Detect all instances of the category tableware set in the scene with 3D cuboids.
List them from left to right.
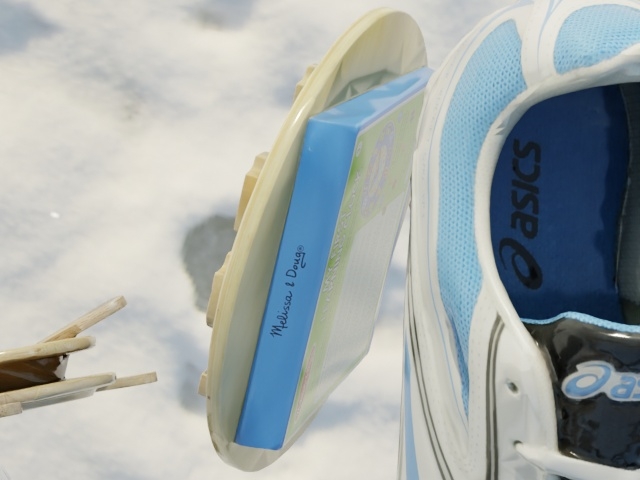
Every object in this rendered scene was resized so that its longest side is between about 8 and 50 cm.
[{"bbox_3d":[-0.171,0.056,0.654,0.128,0.194,0.039,-3,82,-72],"label":"tableware set"}]

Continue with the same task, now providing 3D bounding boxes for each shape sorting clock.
[{"bbox_3d":[0.000,0.000,0.726,0.206,0.040,0.206,18,90,-77],"label":"shape sorting clock"}]

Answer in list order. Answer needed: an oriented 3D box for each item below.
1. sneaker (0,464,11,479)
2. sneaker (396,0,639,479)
[{"bbox_3d":[-0.203,0.223,1.000,0.101,0.153,0.268,-23,148,4],"label":"sneaker"},{"bbox_3d":[0.063,0.056,0.429,0.085,0.086,0.237,-5,97,-9],"label":"sneaker"}]
